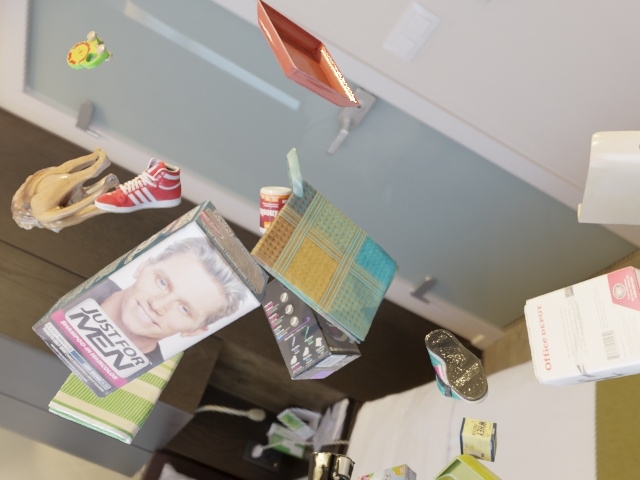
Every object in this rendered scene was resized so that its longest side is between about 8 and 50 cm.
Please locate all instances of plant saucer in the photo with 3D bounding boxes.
[{"bbox_3d":[-0.061,-0.153,1.309,0.119,0.021,0.119,170,90,-84],"label":"plant saucer"},{"bbox_3d":[-0.039,-0.448,1.412,0.047,0.258,0.259,-40,59,26],"label":"plant saucer"},{"bbox_3d":[0.393,0.610,1.407,0.045,0.188,0.188,-41,-21,-33],"label":"plant saucer"}]

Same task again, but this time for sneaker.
[{"bbox_3d":[0.403,0.404,1.634,0.123,0.178,0.295,-26,28,0],"label":"sneaker"},{"bbox_3d":[-0.246,-0.076,0.777,0.042,0.118,0.067,43,131,41],"label":"sneaker"}]

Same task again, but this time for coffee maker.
[{"bbox_3d":[-0.001,0.664,1.518,0.178,0.171,0.120,-80,4,-45],"label":"coffee maker"}]

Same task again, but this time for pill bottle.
[{"bbox_3d":[-0.120,-0.064,1.523,0.086,0.086,0.152,-118,30,-76],"label":"pill bottle"}]

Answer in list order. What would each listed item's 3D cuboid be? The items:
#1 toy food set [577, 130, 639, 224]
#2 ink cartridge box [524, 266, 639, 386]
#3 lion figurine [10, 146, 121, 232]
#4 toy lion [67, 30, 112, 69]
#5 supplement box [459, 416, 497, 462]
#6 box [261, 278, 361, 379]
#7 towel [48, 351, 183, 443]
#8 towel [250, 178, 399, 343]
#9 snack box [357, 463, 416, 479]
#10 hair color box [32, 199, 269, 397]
[{"bbox_3d":[0.610,-0.113,1.062,0.306,0.219,0.092,49,-131,-61],"label":"toy food set"},{"bbox_3d":[0.479,0.158,0.992,0.218,0.092,0.159,-32,51,50],"label":"ink cartridge box"},{"bbox_3d":[-0.544,-0.092,1.200,0.240,0.142,0.392,-30,16,-17],"label":"lion figurine"},{"bbox_3d":[-0.544,-0.433,1.327,0.096,0.100,0.034,-40,-31,1],"label":"toy lion"},{"bbox_3d":[0.393,0.495,1.415,0.056,0.083,0.083,-56,-38,-50],"label":"supplement box"},{"bbox_3d":[-0.032,0.227,1.564,0.143,0.165,0.270,-37,62,22],"label":"box"},{"bbox_3d":[-0.563,0.387,1.600,0.325,0.247,0.038,-70,5,-53],"label":"towel"},{"bbox_3d":[0.024,0.053,1.481,0.040,0.370,0.271,-25,29,57],"label":"towel"},{"bbox_3d":[0.203,0.832,1.833,0.207,0.070,0.174,-30,25,30],"label":"snack box"},{"bbox_3d":[-0.279,0.102,0.948,0.347,0.174,0.105,-32,18,14],"label":"hair color box"}]
